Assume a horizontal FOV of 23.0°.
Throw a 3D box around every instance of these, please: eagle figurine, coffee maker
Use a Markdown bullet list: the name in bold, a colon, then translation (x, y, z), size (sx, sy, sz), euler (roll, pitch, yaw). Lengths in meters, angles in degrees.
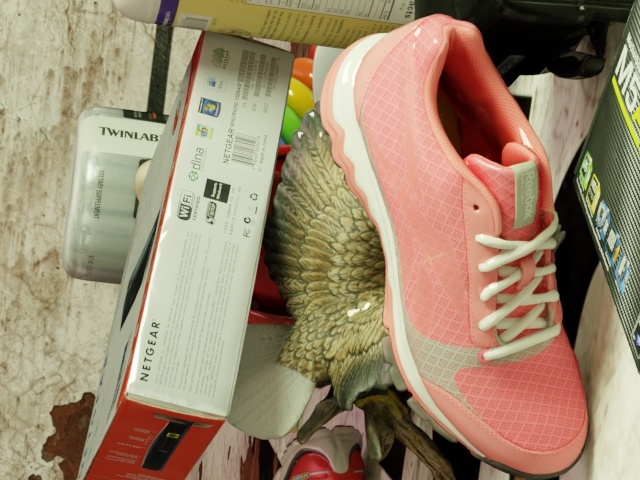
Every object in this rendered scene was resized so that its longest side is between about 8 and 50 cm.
- **eagle figurine**: translation (0.055, 0.036, 1.245), size (0.298, 0.226, 0.225), euler (101, -170, -53)
- **coffee maker**: translation (0.120, -0.177, 1.036), size (0.120, 0.171, 0.178), euler (-66, 9, -13)

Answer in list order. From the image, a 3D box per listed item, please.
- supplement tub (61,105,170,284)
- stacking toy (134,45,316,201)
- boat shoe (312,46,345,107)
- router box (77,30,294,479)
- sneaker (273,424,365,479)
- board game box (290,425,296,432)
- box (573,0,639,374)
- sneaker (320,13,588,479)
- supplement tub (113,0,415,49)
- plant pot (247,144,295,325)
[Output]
- **supplement tub**: translation (-0.128, -0.039, 1.858), size (0.207, 0.338, 0.207), euler (-174, 90, -80)
- **stacking toy**: translation (-0.047, -0.126, 1.725), size (0.330, 0.141, 0.141), euler (-46, -5, -22)
- **boat shoe**: translation (0.048, -0.245, 1.671), size (0.102, 0.108, 0.301), euler (148, 131, -77)
- **router box**: translation (-0.121, 0.039, 1.354), size (0.301, 0.082, 0.335), euler (123, 159, -60)
- **sneaker**: translation (-0.013, 0.316, 1.685), size (0.279, 0.107, 0.118), euler (103, 159, -46)
- **board game box**: translation (-0.052, 0.164, 2.170), size (0.259, 0.039, 0.124), euler (-105, 23, -70)
- **box**: translation (0.201, -0.051, 0.870), size (0.191, 0.045, 0.184), euler (-97, 14, -50)
- **sneaker**: translation (0.098, 0.004, 0.992), size (0.136, 0.116, 0.314), euler (-27, 84, 61)
- **supplement tub**: translation (0.009, -0.275, 1.260), size (0.241, 0.331, 0.241), euler (-174, 90, -80)
- **plant pot**: translation (0.000, 0.000, 1.580), size (0.191, 0.191, 0.174), euler (-125, 33, -75)
